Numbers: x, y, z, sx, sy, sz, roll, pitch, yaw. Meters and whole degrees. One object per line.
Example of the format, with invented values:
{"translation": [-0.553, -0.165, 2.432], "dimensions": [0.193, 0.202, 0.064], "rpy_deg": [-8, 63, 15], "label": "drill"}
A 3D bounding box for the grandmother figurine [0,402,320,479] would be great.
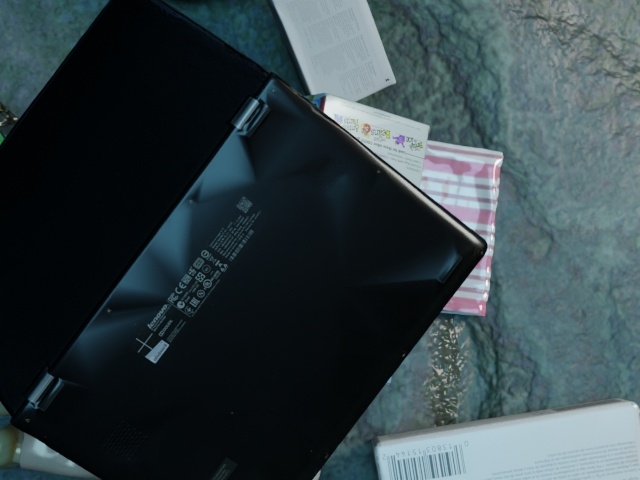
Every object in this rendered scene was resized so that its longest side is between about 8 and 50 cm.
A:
{"translation": [-0.167, 0.212, 1.098], "dimensions": [0.342, 0.104, 0.208], "rpy_deg": [12, 108, 4], "label": "grandmother figurine"}

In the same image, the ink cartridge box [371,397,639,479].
{"translation": [0.221, 0.327, 1.137], "dimensions": [0.296, 0.066, 0.261], "rpy_deg": [-8, 86, -3], "label": "ink cartridge box"}

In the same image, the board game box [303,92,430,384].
{"translation": [0.000, 0.000, 1.091], "dimensions": [0.144, 0.142, 0.275], "rpy_deg": [13, 84, -35], "label": "board game box"}

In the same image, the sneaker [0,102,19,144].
{"translation": [-0.401, -0.102, 1.109], "dimensions": [0.343, 0.134, 0.146], "rpy_deg": [42, 86, 1], "label": "sneaker"}

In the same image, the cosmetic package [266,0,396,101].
{"translation": [-0.005, -0.264, 1.122], "dimensions": [0.099, 0.060, 0.239], "rpy_deg": [-24, 118, -3], "label": "cosmetic package"}

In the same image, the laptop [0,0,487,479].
{"translation": [-0.134, 0.018, 1.005], "dimensions": [0.408, 0.236, 0.382], "rpy_deg": [37, 92, -16], "label": "laptop"}

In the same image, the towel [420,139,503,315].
{"translation": [0.131, -0.018, 1.178], "dimensions": [0.144, 0.029, 0.197], "rpy_deg": [7, 85, -3], "label": "towel"}
